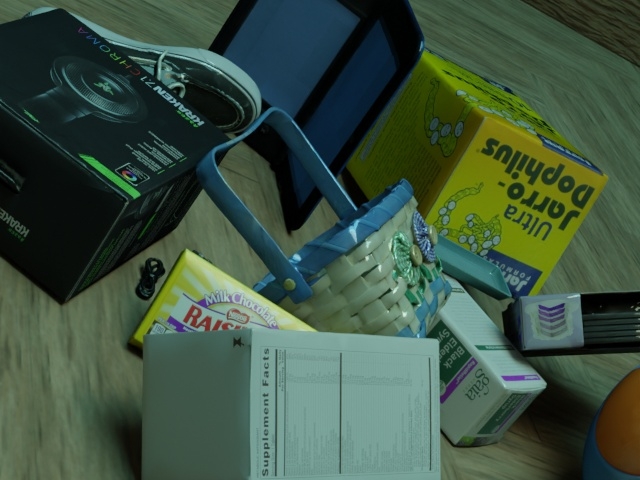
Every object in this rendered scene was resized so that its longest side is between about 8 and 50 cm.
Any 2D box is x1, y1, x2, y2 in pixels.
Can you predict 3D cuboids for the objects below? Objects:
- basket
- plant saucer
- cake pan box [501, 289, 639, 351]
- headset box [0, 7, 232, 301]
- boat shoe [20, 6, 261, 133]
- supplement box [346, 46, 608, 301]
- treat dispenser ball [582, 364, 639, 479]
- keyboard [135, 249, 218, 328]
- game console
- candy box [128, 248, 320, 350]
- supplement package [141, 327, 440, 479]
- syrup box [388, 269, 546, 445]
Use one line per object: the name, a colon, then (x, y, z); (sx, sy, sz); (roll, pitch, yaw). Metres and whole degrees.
basket: (0.000, 0.000, 1.524); (0.289, 0.201, 0.255); (49, 25, -4)
plant saucer: (0.138, 0.014, 1.694); (0.192, 0.018, 0.067); (29, 23, -23)
cake pan box: (0.345, 0.097, 1.704); (0.245, 0.070, 0.267); (-4, -7, 1)
headset box: (-0.262, -0.093, 1.444); (0.246, 0.131, 0.283); (38, 24, 6)
boat shoe: (-0.209, -0.178, 1.696); (0.306, 0.113, 0.105); (22, 34, -24)
supplement box: (0.184, -0.101, 1.896); (0.194, 0.195, 0.356); (23, 16, -23)
treat dispenser ball: (0.423, 0.250, 1.541); (0.288, 0.288, 0.288); (29, 25, -15)
keyboard: (-0.137, 0.058, 1.469); (0.108, 0.023, 0.180); (34, 23, -4)
game console: (-0.027, -0.208, 1.769); (0.250, 0.293, 0.173); (38, 24, 5)
candy box: (-0.070, 0.105, 1.393); (0.206, 0.027, 0.105); (32, 66, -9)
supplement package: (-0.022, 0.148, 1.259); (0.244, 0.133, 0.139); (9, 79, -47)
syrup box: (0.135, 0.114, 1.643); (0.096, 0.093, 0.237); (7, 37, -51)
